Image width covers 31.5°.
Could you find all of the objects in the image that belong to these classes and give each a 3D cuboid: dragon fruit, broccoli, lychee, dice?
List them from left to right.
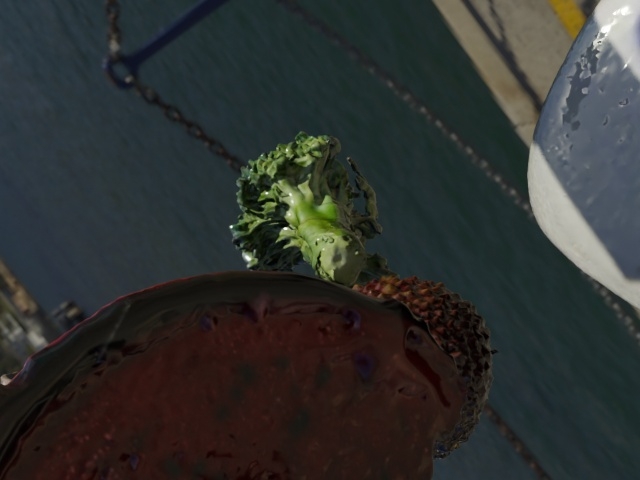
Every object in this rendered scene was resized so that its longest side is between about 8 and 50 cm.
[{"bbox_3d":[-0.080,0.148,0.615,0.282,0.343,0.100,44,155,-29],"label":"dragon fruit"},{"bbox_3d":[0.007,0.011,1.275,0.198,0.177,0.275,56,179,-37],"label":"broccoli"},{"bbox_3d":[0.080,0.123,1.106,0.188,0.188,0.188,48,166,16],"label":"lychee"},{"bbox_3d":[0.366,-0.050,0.897,0.304,0.277,0.304,36,-161,34],"label":"dice"}]

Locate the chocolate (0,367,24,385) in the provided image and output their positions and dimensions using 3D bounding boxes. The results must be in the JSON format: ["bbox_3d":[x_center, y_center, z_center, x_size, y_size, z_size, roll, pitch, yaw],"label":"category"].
[{"bbox_3d":[-0.231,0.207,1.259,0.261,0.083,0.161,11,177,10],"label":"chocolate"}]
